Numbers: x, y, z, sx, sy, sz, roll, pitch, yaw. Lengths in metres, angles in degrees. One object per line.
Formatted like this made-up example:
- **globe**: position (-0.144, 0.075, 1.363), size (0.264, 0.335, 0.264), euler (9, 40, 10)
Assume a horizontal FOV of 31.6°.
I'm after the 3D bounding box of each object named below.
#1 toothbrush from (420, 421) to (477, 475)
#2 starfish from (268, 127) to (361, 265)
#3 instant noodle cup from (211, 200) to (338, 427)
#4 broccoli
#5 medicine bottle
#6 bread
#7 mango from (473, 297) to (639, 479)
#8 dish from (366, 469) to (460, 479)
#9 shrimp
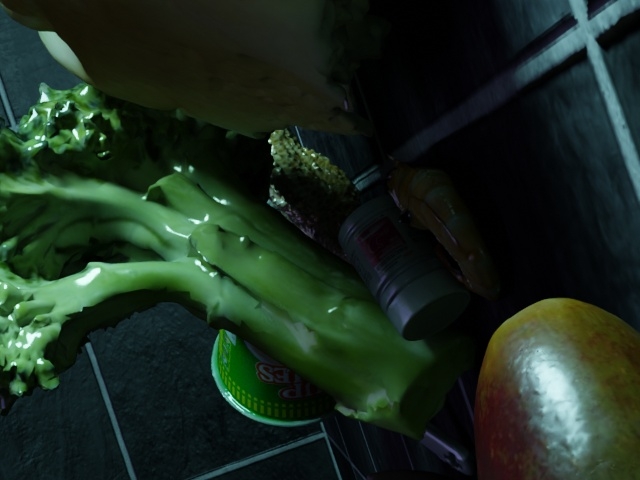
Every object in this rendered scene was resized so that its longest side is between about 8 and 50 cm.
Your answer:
- **toothbrush**: position (-0.006, 0.124, 1.119), size (0.418, 0.040, 0.042), euler (31, 150, 42)
- **starfish**: position (-0.008, -0.023, 1.127), size (0.293, 0.084, 0.301), euler (53, 163, 34)
- **instant noodle cup**: position (-0.039, 0.073, 1.343), size (0.232, 0.207, 0.207), euler (89, 163, -50)
- **broccoli**: position (-0.076, -0.003, 0.921), size (0.275, 0.397, 0.353), euler (81, -169, -62)
- **medicine bottle**: position (0.058, 0.019, 0.795), size (0.091, 0.058, 0.058), euler (57, 167, 28)
- **bread**: position (-0.095, -0.199, 0.724), size (0.424, 0.245, 0.329), euler (153, 98, -80)
- **mango**: position (0.131, 0.146, 0.419), size (0.267, 0.111, 0.133), euler (65, 161, 13)
- **dish**: position (0.122, 0.301, 1.036), size (0.213, 0.090, 0.213), euler (159, 90, -86)
- **shrimp**: position (0.083, -0.012, 0.742), size (0.095, 0.045, 0.162), euler (44, -175, -22)
